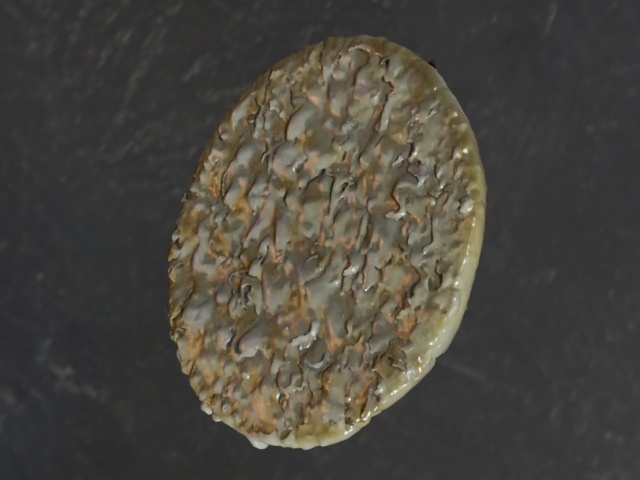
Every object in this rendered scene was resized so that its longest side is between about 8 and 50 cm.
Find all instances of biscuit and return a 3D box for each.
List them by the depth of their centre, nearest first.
[{"bbox_3d":[0.000,0.000,0.697,0.152,0.152,0.020,-26,150,34],"label":"biscuit"}]
